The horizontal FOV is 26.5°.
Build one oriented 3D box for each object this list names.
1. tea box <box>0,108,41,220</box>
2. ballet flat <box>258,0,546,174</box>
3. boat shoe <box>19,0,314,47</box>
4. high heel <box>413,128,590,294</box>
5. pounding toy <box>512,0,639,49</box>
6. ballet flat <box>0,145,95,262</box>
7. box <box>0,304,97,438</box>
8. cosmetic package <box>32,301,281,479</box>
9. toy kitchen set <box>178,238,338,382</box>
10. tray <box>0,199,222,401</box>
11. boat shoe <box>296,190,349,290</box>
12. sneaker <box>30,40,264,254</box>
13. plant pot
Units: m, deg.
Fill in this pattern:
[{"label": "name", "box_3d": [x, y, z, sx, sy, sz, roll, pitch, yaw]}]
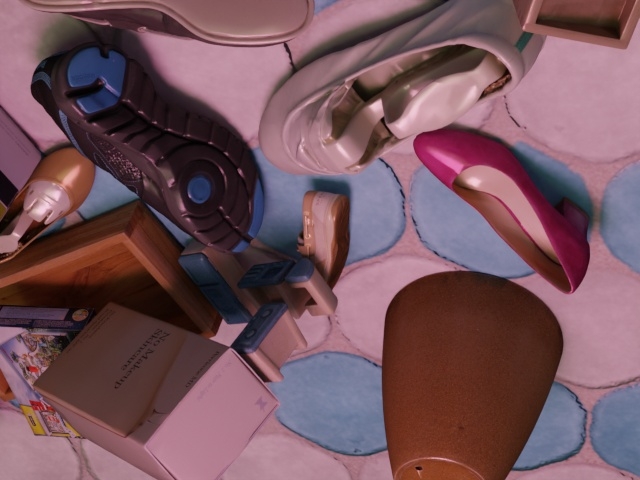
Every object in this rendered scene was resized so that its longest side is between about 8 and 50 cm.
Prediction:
[{"label": "tea box", "box_3d": [-0.575, -0.032, 1.655, 0.329, 0.323, 0.220, -21, 120, 34]}, {"label": "ballet flat", "box_3d": [0.067, -0.148, 1.480, 0.400, 0.139, 0.139, -26, 121, 36]}, {"label": "boat shoe", "box_3d": [-0.166, -0.276, 1.474, 0.335, 0.095, 0.112, 8, 99, 5]}, {"label": "high heel", "box_3d": [0.204, -0.033, 1.554, 0.244, 0.117, 0.082, 34, 134, -15]}, {"label": "pounding toy", "box_3d": [0.246, -0.278, 1.328, 0.141, 0.100, 0.130, 9, 127, -10]}, {"label": "ballet flat", "box_3d": [-0.369, -0.036, 1.766, 0.080, 0.073, 0.232, 36, 132, -18]}, {"label": "box", "box_3d": [-0.359, 0.187, 1.896, 0.159, 0.044, 0.233, 1, 133, 17]}, {"label": "cosmetic package", "box_3d": [-0.209, 0.190, 1.676, 0.309, 0.160, 0.113, 11, 145, 54]}, {"label": "toy kitchen set", "box_3d": [-0.108, 0.084, 1.689, 0.207, 0.166, 0.122, -9, 124, 47]}, {"label": "tray", "box_3d": [-0.351, 0.092, 1.886, 0.411, 0.076, 0.203, -19, 124, 31]}, {"label": "boat shoe", "box_3d": [0.000, 0.000, 1.699, 0.059, 0.063, 0.170, 21, 137, 16]}, {"label": "sneaker", "box_3d": [-0.201, -0.113, 1.635, 0.341, 0.125, 0.139, 47, 156, -29]}, {"label": "plant pot", "box_3d": [0.171, 0.210, 1.705, 0.237, 0.254, 0.237, 10, 135, 10]}]
